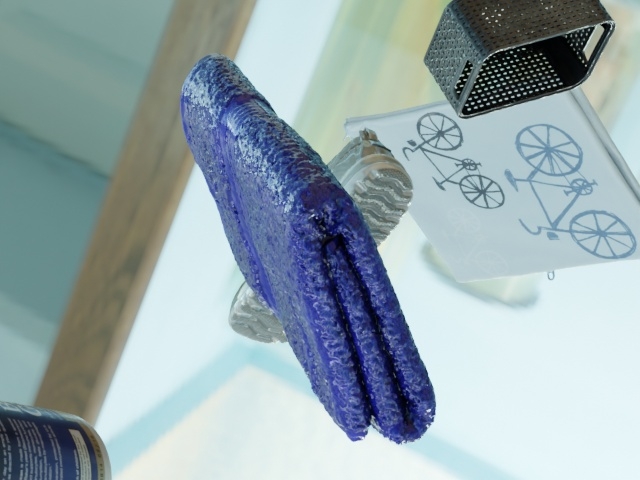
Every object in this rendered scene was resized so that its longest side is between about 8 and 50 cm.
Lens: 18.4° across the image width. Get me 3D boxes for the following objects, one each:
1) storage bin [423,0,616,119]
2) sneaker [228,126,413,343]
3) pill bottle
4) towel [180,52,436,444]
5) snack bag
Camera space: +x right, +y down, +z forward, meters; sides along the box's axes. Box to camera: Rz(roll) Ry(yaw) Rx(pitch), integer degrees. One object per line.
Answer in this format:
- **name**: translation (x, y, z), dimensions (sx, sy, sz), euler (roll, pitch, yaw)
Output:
- **storage bin**: translation (0.218, -0.217, 2.165), dimensions (0.180, 0.122, 0.084), euler (-18, -118, -26)
- **sneaker**: translation (0.000, 0.000, 2.148), dimensions (0.105, 0.281, 0.115), euler (29, -153, -29)
- **pill bottle**: translation (-0.214, 0.142, 1.206), dimensions (0.094, 0.094, 0.169), euler (40, -168, 34)
- **towel**: translation (-0.023, 0.006, 1.477), dimensions (0.076, 0.227, 0.308), euler (-27, -152, -7)
- **snack bag**: translation (0.240, -0.070, 2.520), dimensions (0.323, 0.342, 0.037), euler (52, -134, -31)
